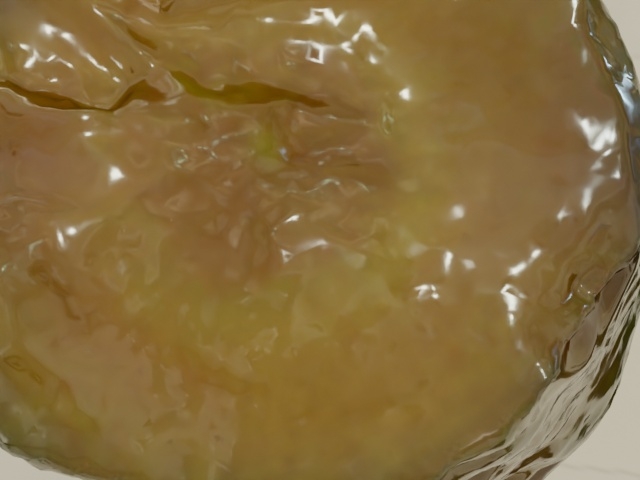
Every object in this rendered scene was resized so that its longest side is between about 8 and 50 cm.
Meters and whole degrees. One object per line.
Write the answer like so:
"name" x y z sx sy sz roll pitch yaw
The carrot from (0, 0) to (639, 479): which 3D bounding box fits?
"carrot" 0.000 0.000 0.609 0.341 0.241 0.242 52 -130 -77
